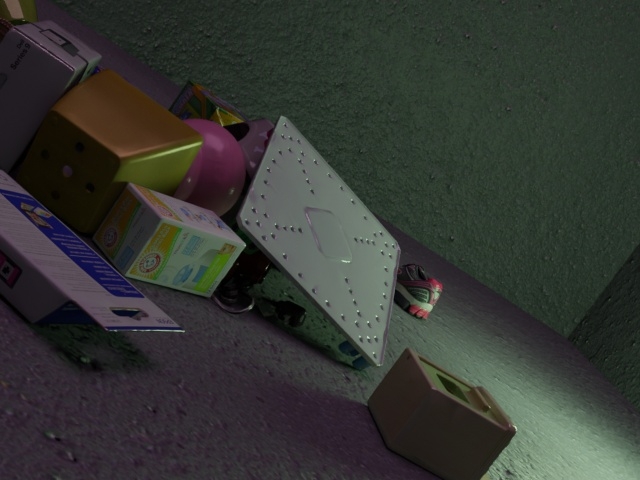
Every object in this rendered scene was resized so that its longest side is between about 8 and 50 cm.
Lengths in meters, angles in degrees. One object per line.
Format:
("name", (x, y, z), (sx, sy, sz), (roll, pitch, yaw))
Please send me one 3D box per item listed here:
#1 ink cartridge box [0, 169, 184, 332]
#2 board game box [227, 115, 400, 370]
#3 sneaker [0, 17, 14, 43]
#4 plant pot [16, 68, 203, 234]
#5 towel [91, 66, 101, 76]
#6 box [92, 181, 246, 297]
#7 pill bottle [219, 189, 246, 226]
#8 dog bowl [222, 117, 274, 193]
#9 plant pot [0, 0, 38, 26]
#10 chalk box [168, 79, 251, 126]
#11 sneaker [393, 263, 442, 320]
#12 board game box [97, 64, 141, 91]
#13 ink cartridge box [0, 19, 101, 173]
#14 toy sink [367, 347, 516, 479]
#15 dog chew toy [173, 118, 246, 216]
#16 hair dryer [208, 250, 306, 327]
("ink cartridge box", (-0.351, 0.020, 1.210), (0.371, 0.069, 0.176), (36, 8, 21))
("board game box", (0.000, 0.000, 1.854), (0.390, 0.050, 0.390), (47, 30, -21))
("sneaker", (-0.588, -0.327, 2.033), (0.282, 0.099, 0.153), (51, -5, 14))
("plant pot", (-0.353, -0.126, 1.558), (0.212, 0.212, 0.187), (36, 21, 8))
("towel", (-0.442, -0.267, 2.073), (0.227, 0.076, 0.308), (48, -7, 29))
("box", (-0.237, 0.002, 1.540), (0.103, 0.114, 0.203), (43, 13, 34))
("pill bottle", (-0.204, -0.085, 2.181), (0.087, 0.087, 0.160), (30, 11, -26))
("dog bowl", (-0.101, -0.107, 2.118), (0.349, 0.102, 0.349), (155, -90, -84))
("plant pot", (-0.746, -0.532, 2.147), (0.293, 0.275, 0.275), (56, 17, 21))
("chalk box", (-0.309, -0.297, 2.611), (0.179, 0.180, 0.289), (28, 10, -37))
("sneaker", (0.230, 0.102, 2.686), (0.121, 0.112, 0.299), (26, 12, -42))
("board game box", (-0.558, -0.374, 2.432), (0.233, 0.078, 0.347), (40, 11, 28))
("ink cartridge box", (-0.488, -0.246, 1.629), (0.121, 0.211, 0.289), (34, 10, -12))
("toy sink", (0.217, 0.298, 1.581), (0.234, 0.131, 0.153), (32, 10, -18))
("dog chew toy", (-0.296, -0.144, 1.852), (0.206, 0.206, 0.332), (41, 18, 33))
("hair dryer", (-0.159, 0.038, 1.746), (0.293, 0.080, 0.223), (41, 12, 36))
